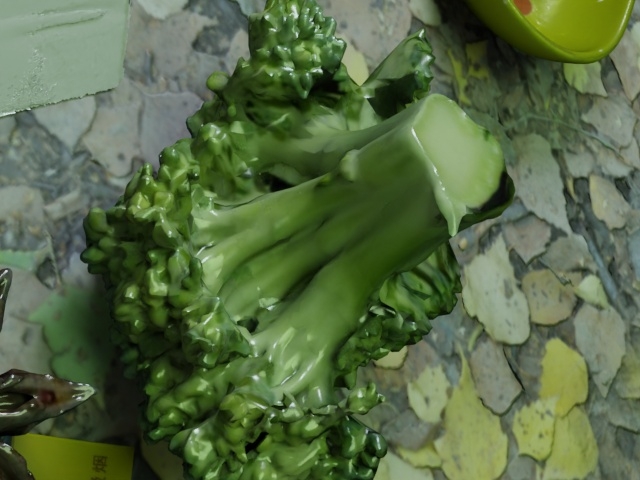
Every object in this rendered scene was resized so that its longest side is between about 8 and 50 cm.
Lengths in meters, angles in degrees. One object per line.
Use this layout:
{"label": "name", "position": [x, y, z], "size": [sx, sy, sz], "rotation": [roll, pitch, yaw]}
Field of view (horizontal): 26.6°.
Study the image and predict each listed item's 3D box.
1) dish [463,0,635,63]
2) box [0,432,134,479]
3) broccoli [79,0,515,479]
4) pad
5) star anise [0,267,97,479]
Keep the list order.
{"label": "dish", "position": [0.211, -0.291, 1.333], "size": [0.221, 0.108, 0.262], "rotation": [48, 57, -20]}
{"label": "box", "position": [-0.257, 0.197, 0.896], "size": [0.279, 0.041, 0.153], "rotation": [15, 71, -36]}
{"label": "broccoli", "position": [-0.012, -0.003, 1.000], "size": [0.277, 0.317, 0.338], "rotation": [42, 17, -9]}
{"label": "pad", "position": [-0.227, -0.157, 0.960], "size": [0.232, 0.004, 0.156], "rotation": [-20, 132, -39]}
{"label": "star anise", "position": [-0.257, 0.124, 0.833], "size": [0.230, 0.081, 0.262], "rotation": [47, 43, -21]}
